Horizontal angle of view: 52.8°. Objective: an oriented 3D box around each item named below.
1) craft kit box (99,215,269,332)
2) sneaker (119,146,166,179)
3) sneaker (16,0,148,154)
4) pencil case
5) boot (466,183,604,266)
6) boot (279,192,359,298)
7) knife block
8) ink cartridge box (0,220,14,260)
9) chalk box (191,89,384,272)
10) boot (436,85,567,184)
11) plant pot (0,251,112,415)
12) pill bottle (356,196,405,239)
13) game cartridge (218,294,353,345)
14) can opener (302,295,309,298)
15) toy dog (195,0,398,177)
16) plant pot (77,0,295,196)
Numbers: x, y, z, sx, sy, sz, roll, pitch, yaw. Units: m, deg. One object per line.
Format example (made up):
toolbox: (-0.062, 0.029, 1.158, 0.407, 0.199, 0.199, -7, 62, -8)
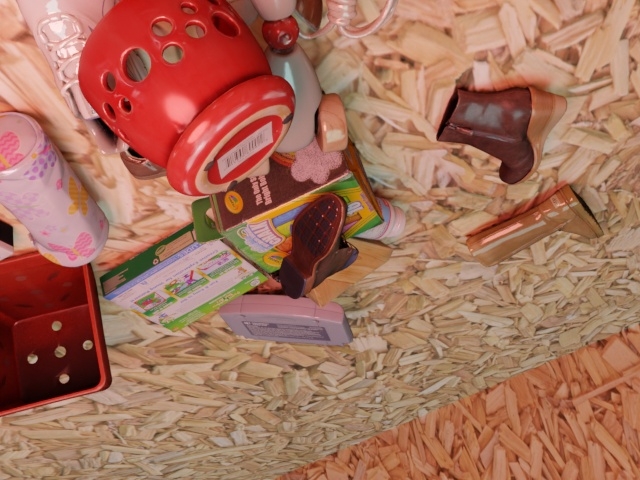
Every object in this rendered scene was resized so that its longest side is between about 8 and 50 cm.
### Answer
craft kit box: (-0.267, 0.076, 1.309, 0.250, 0.061, 0.246, -30, 146, 8)
sneaker: (-0.213, -0.145, 0.985, 0.189, 0.066, 0.071, -19, 149, 1)
sneaker: (-0.274, -0.222, 0.762, 0.111, 0.129, 0.297, -11, 148, 4)
pencil case: (-0.417, -0.067, 0.962, 0.124, 0.113, 0.273, 2, 150, 5)
boot: (0.523, -0.015, 1.573, 0.270, 0.089, 0.236, -33, 136, 25)
boot: (0.013, -0.003, 1.001, 0.106, 0.082, 0.219, -22, 153, -39)
knife block: (0.000, 0.000, 1.297, 0.276, 0.088, 0.242, -33, 131, -19)
ink cartridge box: (-0.684, 0.036, 1.041, 0.333, 0.065, 0.165, -26, 149, 11)
chalk box: (-0.074, -0.076, 1.062, 0.289, 0.180, 0.179, -23, 149, 12)
boot: (0.313, -0.192, 1.195, 0.207, 0.090, 0.248, 0, 149, -6)
plant pot: (-0.527, 0.191, 1.211, 0.267, 0.267, 0.235, -13, 163, -7)
pill bottle: (0.090, -0.048, 1.282, 0.160, 0.087, 0.087, 8, 141, -38)
game cartridge: (-0.079, 0.188, 1.519, 0.294, 0.060, 0.196, 3, 156, 12)
can opener: (-0.020, 0.114, 1.504, 0.093, 0.074, 0.280, -15, 150, -4)
toy dog: (-0.054, -0.249, 0.860, 0.220, 0.161, 0.333, 0, 131, -23)
plant pot: (-0.135, -0.159, 0.704, 0.191, 0.174, 0.191, -40, 167, -11)
